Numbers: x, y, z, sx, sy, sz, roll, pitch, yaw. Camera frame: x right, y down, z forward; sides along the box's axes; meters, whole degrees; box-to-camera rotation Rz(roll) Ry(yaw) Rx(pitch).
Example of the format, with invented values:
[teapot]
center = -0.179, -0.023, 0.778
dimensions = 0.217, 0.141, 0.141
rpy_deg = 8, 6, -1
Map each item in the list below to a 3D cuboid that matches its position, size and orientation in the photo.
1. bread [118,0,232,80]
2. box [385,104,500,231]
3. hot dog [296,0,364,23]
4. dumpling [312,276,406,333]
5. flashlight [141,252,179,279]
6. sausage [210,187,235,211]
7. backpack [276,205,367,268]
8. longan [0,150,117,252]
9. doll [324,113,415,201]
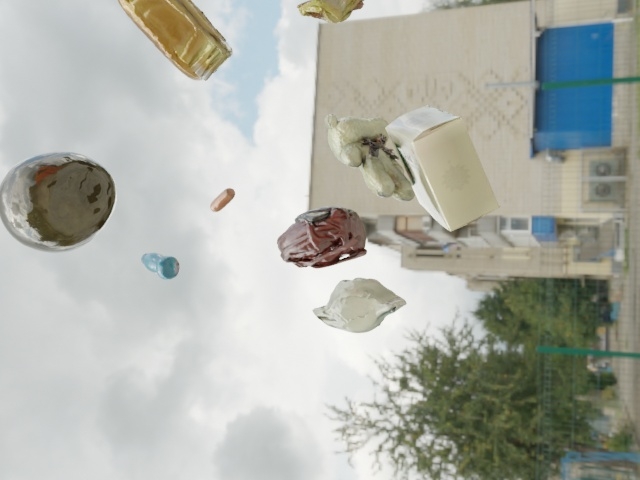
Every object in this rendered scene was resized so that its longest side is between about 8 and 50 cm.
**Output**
[bread]
center = -0.282, -0.421, 1.322
dimensions = 0.241, 0.107, 0.136
rpy_deg = 48, -167, -17
[box]
center = 0.200, -0.130, 1.160
dimensions = 0.212, 0.095, 0.168
rpy_deg = -110, -5, -73
[hot dog]
center = 0.031, -0.529, 1.571
dimensions = 0.078, 0.169, 0.061
rpy_deg = -146, 41, -77
[dumpling]
center = 0.078, 0.118, 1.346
dimensions = 0.127, 0.188, 0.108
rpy_deg = -61, -41, -64
[flashlight]
center = -0.337, 0.048, 1.421
dimensions = 0.051, 0.129, 0.051
rpy_deg = -11, -73, -39
[sausage]
center = -0.248, -0.102, 1.736
dimensions = 0.034, 0.083, 0.034
rpy_deg = 30, -140, -28
[backpack]
center = -0.001, -0.002, 1.682
dimensions = 0.229, 0.229, 0.139
rpy_deg = 4, -114, -69
[longan]
center = -0.481, -0.069, 1.253
dimensions = 0.198, 0.212, 0.198
rpy_deg = -17, -90, -83
[doll]
center = 0.129, -0.200, 1.616
dimensions = 0.278, 0.149, 0.175
rpy_deg = 57, -177, 35
